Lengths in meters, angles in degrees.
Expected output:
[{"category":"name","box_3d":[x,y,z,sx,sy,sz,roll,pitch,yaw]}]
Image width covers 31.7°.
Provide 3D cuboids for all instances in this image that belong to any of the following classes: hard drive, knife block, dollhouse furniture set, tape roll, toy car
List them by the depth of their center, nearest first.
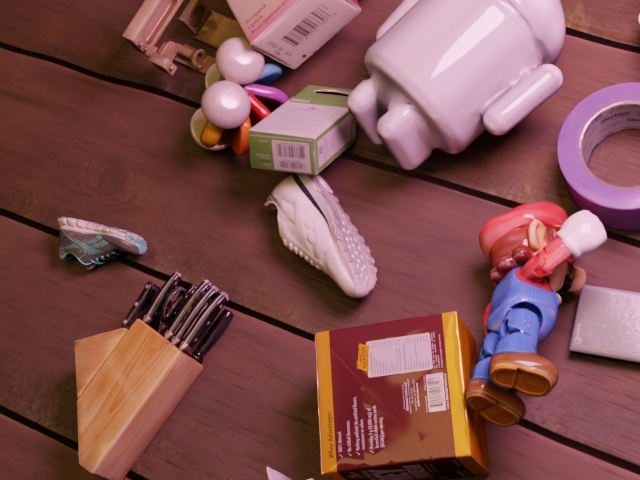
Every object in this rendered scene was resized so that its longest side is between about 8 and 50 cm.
[{"category":"hard drive","box_3d":[0.402,0.113,1.476,0.135,0.022,0.094,8,72,23]},{"category":"tape roll","box_3d":[0.422,-0.114,1.531,0.189,0.080,0.189,-8,65,17]},{"category":"knife block","box_3d":[-0.230,0.192,1.633,0.242,0.088,0.275,-15,64,14]},{"category":"toy car","box_3d":[-0.117,-0.217,1.746,0.136,0.159,0.182,19,72,-10]},{"category":"dollhouse furniture set","box_3d":[-0.201,-0.329,1.805,0.123,0.151,0.144,28,82,27]}]

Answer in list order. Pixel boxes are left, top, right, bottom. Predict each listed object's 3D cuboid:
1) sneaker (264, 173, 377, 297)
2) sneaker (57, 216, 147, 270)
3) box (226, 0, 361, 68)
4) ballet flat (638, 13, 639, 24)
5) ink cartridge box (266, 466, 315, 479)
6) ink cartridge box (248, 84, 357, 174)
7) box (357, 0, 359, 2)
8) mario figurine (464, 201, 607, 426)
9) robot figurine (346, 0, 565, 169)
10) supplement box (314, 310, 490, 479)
[{"category":"sneaker","box_3d":[0.000,0.000,1.643,0.095,0.090,0.235,-38,56,15]},{"category":"sneaker","box_3d":[-0.347,0.013,1.775,0.166,0.065,0.076,12,89,27]},{"category":"box","box_3d":[-0.067,-0.408,1.730,0.148,0.127,0.232,-39,62,21]},{"category":"ballet flat","box_3d":[0.512,-0.365,1.553,0.182,0.164,0.483,-37,40,43]},{"category":"ink cartridge box","box_3d":[-0.007,0.377,1.466,0.060,0.104,0.180,-23,63,10]},{"category":"ink cartridge box","box_3d":[-0.013,-0.169,1.694,0.109,0.062,0.209,9,29,23]},{"category":"box","box_3d":[0.027,-0.496,1.797,0.322,0.058,0.232,-44,60,19]},{"category":"mario figurine","box_3d":[0.290,0.083,1.447,0.198,0.170,0.320,-15,40,34]},{"category":"robot figurine","box_3d":[0.204,-0.266,1.604,0.353,0.200,0.300,-43,57,-1]},{"category":"supplement box","box_3d":[0.107,0.215,1.479,0.194,0.129,0.191,-10,66,16]}]
